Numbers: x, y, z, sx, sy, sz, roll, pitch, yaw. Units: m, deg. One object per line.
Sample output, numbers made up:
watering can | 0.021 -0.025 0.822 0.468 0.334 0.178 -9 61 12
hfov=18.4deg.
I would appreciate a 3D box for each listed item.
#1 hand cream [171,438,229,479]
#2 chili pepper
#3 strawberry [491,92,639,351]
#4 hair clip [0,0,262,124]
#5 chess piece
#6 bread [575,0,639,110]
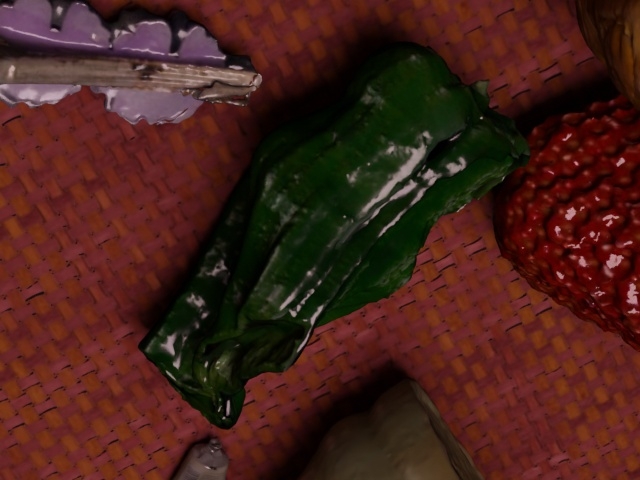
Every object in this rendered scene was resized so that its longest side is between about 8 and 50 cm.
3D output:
hand cream | -0.124 0.250 1.833 0.057 0.037 0.165 11 122 -21
chili pepper | -0.008 -0.007 1.638 0.385 0.213 0.167 -46 77 8
strawberry | 0.321 0.005 1.697 0.351 0.267 0.312 6 139 5
hair clip | -0.187 -0.143 1.572 0.292 0.084 0.106 2 112 -22
chess piece | -0.037 0.337 1.782 0.442 0.234 0.234 -34 121 4
bread | 0.370 -0.175 1.542 0.337 0.328 0.148 -5 106 -4
